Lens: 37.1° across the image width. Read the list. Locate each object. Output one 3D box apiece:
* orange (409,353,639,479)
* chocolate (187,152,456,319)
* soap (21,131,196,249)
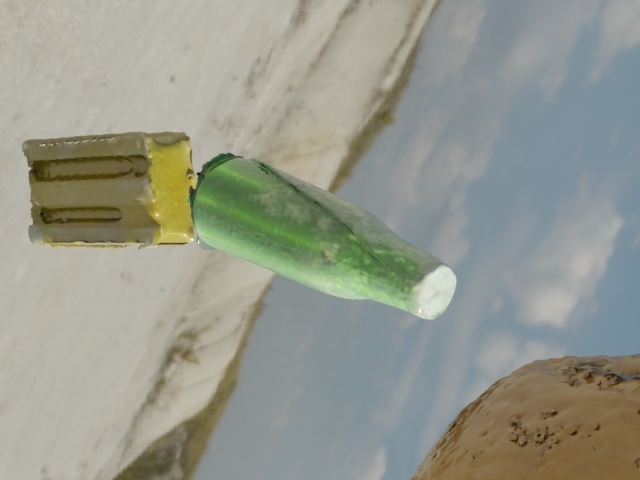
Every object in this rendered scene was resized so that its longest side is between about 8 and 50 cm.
[{"bbox_3d":[0.143,0.175,0.377,0.274,0.274,0.274,-160,-90,-87],"label":"orange"},{"bbox_3d":[0.000,0.000,0.922,0.110,0.291,0.110,-24,125,-40],"label":"chocolate"},{"bbox_3d":[-0.252,-0.059,1.133,0.076,0.233,0.135,-8,97,-54],"label":"soap"}]
